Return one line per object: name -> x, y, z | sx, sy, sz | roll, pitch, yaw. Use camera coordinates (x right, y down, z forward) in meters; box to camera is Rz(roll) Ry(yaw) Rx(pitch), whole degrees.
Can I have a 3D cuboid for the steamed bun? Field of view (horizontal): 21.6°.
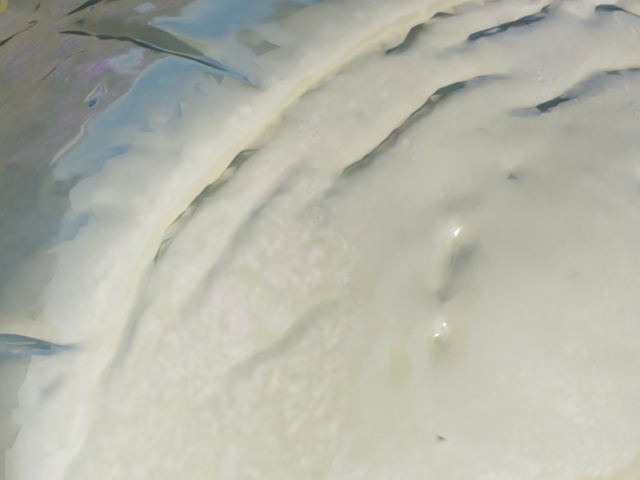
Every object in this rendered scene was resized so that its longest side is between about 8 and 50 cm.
steamed bun -> 0.002, -0.005, 0.586 | 0.384, 0.247, 0.236 | -27, 108, -35
